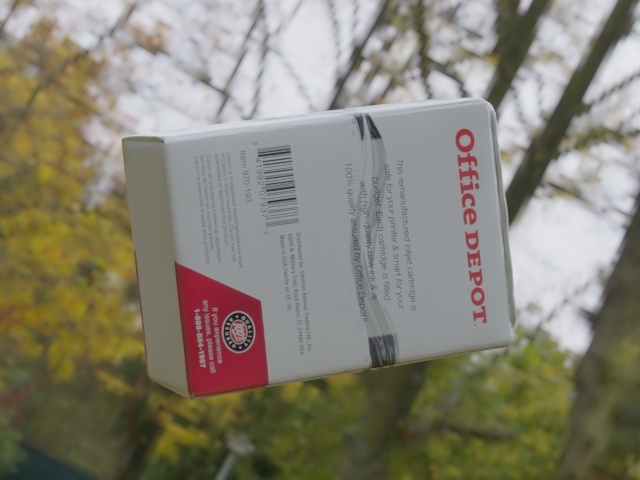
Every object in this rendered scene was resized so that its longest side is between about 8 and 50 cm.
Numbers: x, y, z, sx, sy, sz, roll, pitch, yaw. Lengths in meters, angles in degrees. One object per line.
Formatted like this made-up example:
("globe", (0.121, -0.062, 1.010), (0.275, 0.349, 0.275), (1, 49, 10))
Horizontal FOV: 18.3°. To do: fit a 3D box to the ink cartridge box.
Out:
("ink cartridge box", (0.000, 0.000, 0.849), (0.150, 0.109, 0.063), (-8, 6, -22))
